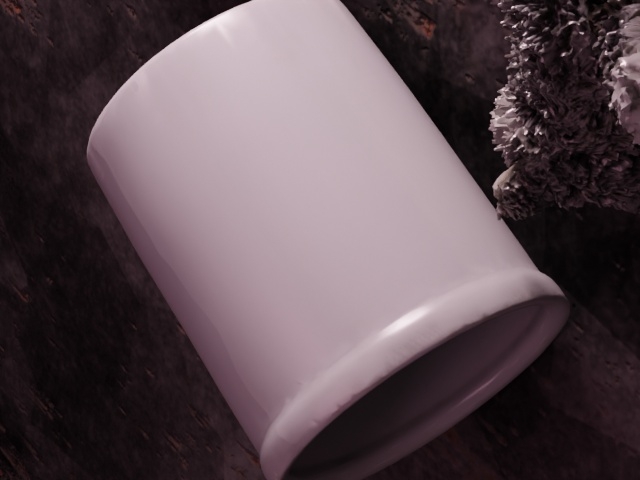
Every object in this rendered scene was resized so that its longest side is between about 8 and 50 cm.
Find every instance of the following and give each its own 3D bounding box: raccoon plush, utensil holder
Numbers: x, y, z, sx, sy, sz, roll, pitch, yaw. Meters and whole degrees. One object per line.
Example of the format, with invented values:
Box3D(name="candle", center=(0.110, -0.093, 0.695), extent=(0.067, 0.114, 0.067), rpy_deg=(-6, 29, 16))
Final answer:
Box3D(name="raccoon plush", center=(0.211, -0.087, 1.587), extent=(0.216, 0.446, 0.299), rpy_deg=(10, 119, 11))
Box3D(name="utensil holder", center=(0.000, 0.000, 1.915), extent=(0.385, 0.328, 0.327), rpy_deg=(57, 140, 19))
